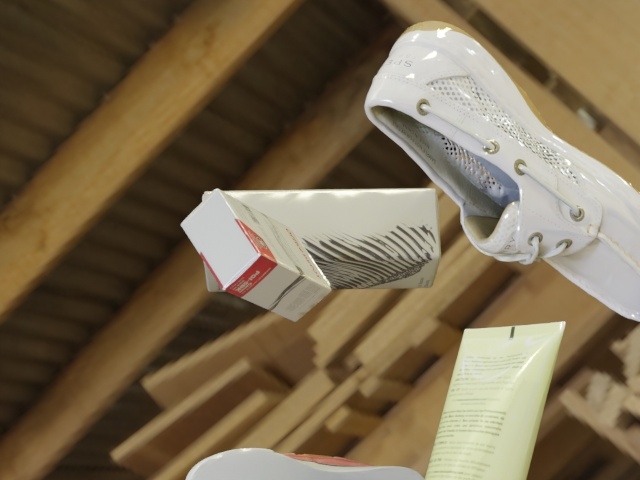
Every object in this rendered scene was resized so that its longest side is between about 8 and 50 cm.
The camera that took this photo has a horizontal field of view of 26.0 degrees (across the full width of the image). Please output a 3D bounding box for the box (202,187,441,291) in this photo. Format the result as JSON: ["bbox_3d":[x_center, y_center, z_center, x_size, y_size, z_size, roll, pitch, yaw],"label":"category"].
[{"bbox_3d":[0.000,0.000,1.635,0.275,0.094,0.113,-2,-22,-1],"label":"box"}]

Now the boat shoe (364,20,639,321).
[{"bbox_3d":[0.137,-0.025,0.962,0.096,0.277,0.098,-54,10,-29],"label":"boat shoe"}]

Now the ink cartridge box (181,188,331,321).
[{"bbox_3d":[-0.063,0.017,1.396,0.056,0.099,0.135,-44,-35,12],"label":"ink cartridge box"}]

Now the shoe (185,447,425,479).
[{"bbox_3d":[-0.017,0.181,0.977,0.178,0.063,0.081,6,-12,-20],"label":"shoe"}]

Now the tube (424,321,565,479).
[{"bbox_3d":[0.093,0.163,0.853,0.062,0.070,0.240,66,-142,-65],"label":"tube"}]
